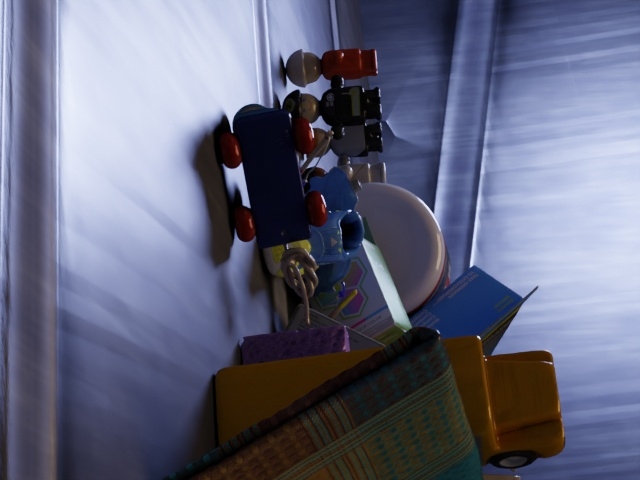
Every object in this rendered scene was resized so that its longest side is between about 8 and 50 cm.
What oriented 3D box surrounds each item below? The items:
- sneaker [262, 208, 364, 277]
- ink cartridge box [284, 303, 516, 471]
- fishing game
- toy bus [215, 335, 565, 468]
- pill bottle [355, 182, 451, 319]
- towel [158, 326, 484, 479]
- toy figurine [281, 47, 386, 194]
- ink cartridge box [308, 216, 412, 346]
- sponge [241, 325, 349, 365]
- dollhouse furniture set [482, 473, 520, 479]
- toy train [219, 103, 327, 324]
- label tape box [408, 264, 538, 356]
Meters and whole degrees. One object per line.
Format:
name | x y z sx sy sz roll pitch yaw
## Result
sneaker | 0.000 0.000 2.023 0.240 0.126 0.091 -63 145 -77
ink cartridge box | 0.114 0.191 1.994 0.239 0.275 0.060 35 81 -54
fishing game | 0.014 -0.013 2.129 0.189 0.041 0.264 -52 -141 46
toy bus | 0.071 0.171 1.545 0.130 0.333 0.108 71 13 -62
pill bottle | 0.100 0.040 2.440 0.363 0.210 0.210 49 34 -78
towel | 0.015 0.221 1.382 0.040 0.271 0.370 56 -6 31
toy figurine | 0.021 -0.180 2.389 0.213 0.148 0.209 -92 177 -55
ink cartridge box | 0.041 0.066 2.175 0.062 0.109 0.209 30 33 -53
sponge | -0.022 0.195 1.654 0.031 0.117 0.210 67 16 -60
dollhouse furniture set | 0.099 0.436 2.136 0.394 0.257 0.362 115 -21 -67
toy train | -0.053 -0.037 1.807 0.143 0.105 0.248 -121 -160 -73
label tape box | 0.171 0.159 2.311 0.106 0.241 0.333 47 -21 13
